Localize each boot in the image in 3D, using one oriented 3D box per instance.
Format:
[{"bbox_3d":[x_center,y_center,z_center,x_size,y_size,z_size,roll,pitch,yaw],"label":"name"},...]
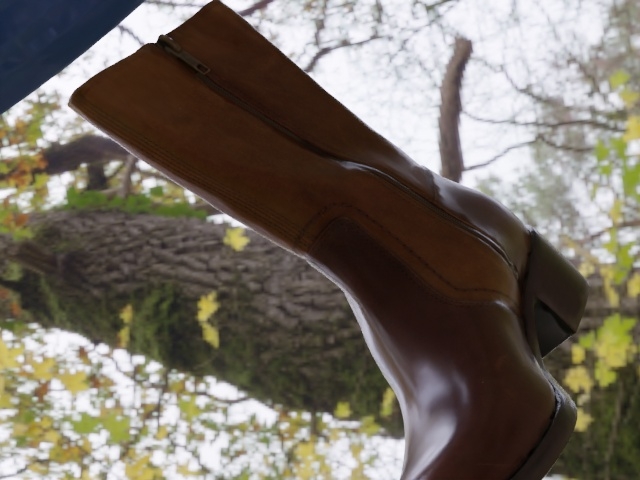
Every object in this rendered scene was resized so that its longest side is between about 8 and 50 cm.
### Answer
[{"bbox_3d":[0.000,0.000,0.563,0.280,0.096,0.264,38,-140,-3],"label":"boot"}]

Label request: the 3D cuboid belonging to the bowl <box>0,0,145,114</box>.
[{"bbox_3d":[-0.240,-0.183,0.821,0.077,0.391,0.391,53,-131,-27],"label":"bowl"}]
